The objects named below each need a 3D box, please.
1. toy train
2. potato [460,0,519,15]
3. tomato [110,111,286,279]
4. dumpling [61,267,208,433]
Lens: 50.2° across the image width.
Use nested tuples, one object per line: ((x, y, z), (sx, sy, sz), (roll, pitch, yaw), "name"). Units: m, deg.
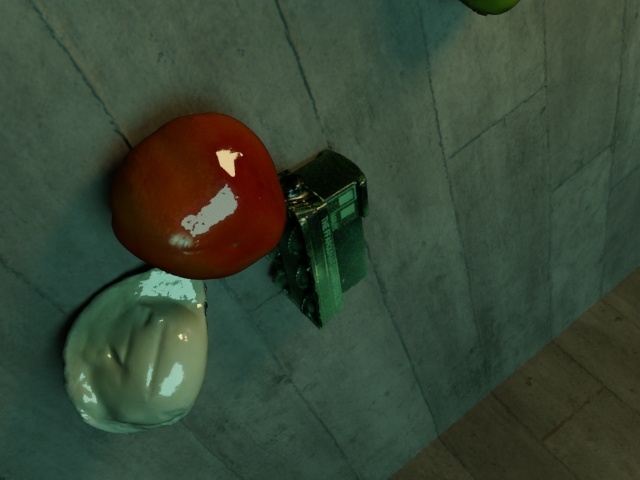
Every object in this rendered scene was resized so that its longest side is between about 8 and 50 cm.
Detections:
((0.000, 0.000, 1.182), (0.178, 0.138, 0.330), (-34, 141, -20), "toy train")
((0.251, -0.448, 0.993), (0.186, 0.148, 0.253), (-42, 142, 1), "potato")
((-0.162, -0.048, 0.958), (0.259, 0.180, 0.260), (-23, 139, -22), "tomato")
((-0.292, 0.176, 1.087), (0.226, 0.244, 0.175), (14, 156, -28), "dumpling")
